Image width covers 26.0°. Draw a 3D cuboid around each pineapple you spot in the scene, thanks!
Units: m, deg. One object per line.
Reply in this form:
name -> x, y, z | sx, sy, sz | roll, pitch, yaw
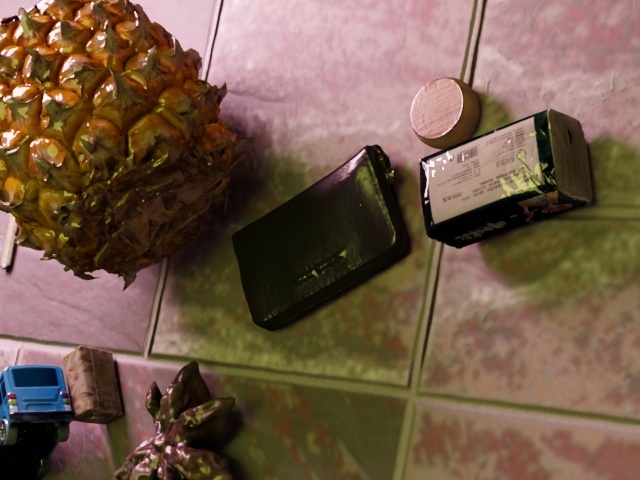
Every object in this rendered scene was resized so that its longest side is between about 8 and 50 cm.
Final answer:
pineapple -> -0.269, -0.124, 1.743 | 0.352, 0.352, 0.300 | -48, 61, 18

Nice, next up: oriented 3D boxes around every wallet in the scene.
wallet -> 0.000, 0.000, 1.650 | 0.250, 0.044, 0.149 | -30, 62, 30

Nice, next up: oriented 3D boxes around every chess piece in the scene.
chess piece -> 0.142, -0.145, 1.580 | 0.083, 0.038, 0.084 | -16, 66, 39

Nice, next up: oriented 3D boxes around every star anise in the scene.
star anise -> -0.170, 0.261, 1.687 | 0.197, 0.073, 0.212 | 24, 94, 45

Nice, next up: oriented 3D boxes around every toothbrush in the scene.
toothbrush -> -0.447, -0.098, 2.076 | 0.026, 0.028, 0.294 | 0, 81, 42

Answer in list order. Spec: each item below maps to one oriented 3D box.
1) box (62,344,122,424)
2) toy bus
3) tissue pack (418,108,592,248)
box -> -0.301, 0.192, 1.828 | 0.045, 0.062, 0.098 | -33, 56, 30
toy bus -> -0.399, 0.249, 1.839 | 0.185, 0.090, 0.106 | -54, 45, 43
tissue pack -> 0.196, -0.064, 1.472 | 0.170, 0.090, 0.103 | -21, 63, 36
